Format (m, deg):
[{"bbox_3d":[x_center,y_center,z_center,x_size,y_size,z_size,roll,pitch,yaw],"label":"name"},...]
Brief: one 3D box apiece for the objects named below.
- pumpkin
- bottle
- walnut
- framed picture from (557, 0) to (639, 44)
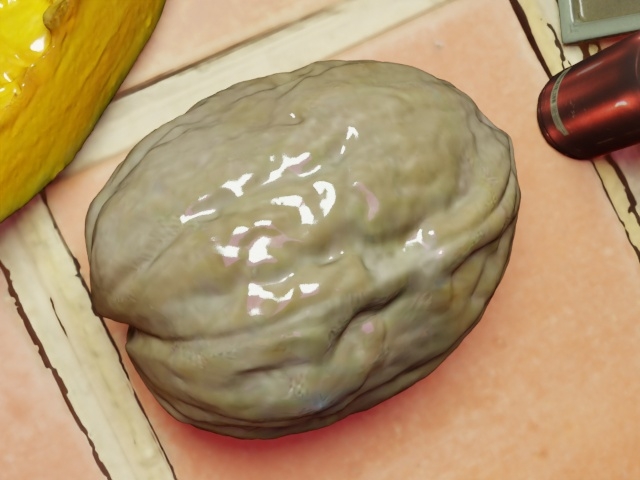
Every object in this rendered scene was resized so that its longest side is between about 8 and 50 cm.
[{"bbox_3d":[-0.181,-0.145,0.661,0.169,0.148,0.312,18,72,23],"label":"pumpkin"},{"bbox_3d":[0.169,-0.079,0.684,0.060,0.164,0.060,1,86,-11],"label":"bottle"},{"bbox_3d":[0.001,0.000,0.654,0.230,0.178,0.178,-29,92,-15],"label":"walnut"},{"bbox_3d":[0.209,-0.246,0.724,0.184,0.016,0.250,-8,87,27],"label":"framed picture"}]
